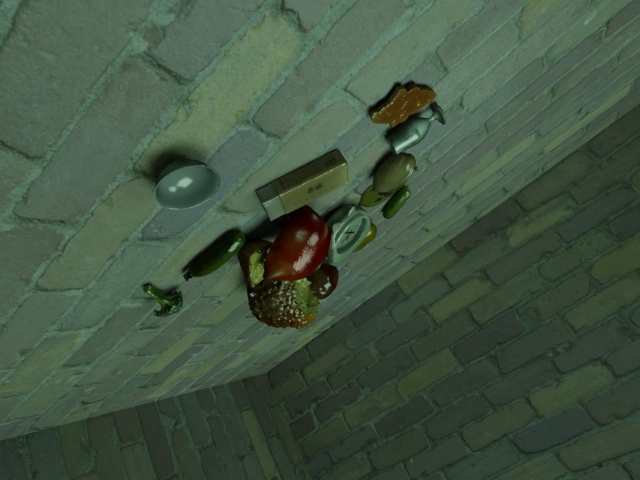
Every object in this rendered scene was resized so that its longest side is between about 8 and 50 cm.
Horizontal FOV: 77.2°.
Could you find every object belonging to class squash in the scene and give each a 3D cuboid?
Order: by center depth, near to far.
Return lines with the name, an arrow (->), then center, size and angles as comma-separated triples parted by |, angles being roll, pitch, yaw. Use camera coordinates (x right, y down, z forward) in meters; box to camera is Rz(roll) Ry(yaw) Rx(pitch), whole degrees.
squash -> -0.426, 0.071, 1.597 | 0.331, 0.087, 0.087 | -35, 156, 14
squash -> 0.389, -0.193, 2.045 | 0.069, 0.069, 0.239 | -14, 154, -33

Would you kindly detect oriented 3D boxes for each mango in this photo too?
mango -> 0.214, -0.013, 2.175 | 0.137, 0.091, 0.237 | 2, 141, -42

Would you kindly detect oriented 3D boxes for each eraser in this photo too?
eraser -> -0.061, -0.202, 1.485 | 0.343, 0.078, 0.144 | -28, 155, -5

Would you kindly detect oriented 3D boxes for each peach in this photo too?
peach -> -0.081, 0.040, 1.644 | 0.362, 0.201, 0.258 | -59, 170, -11

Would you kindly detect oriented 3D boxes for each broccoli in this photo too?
broccoli -> -0.654, 0.239, 1.654 | 0.122, 0.118, 0.204 | -14, 146, 14

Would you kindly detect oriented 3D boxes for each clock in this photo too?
clock -> 0.115, -0.048, 1.894 | 0.265, 0.108, 0.324 | -43, 155, -13

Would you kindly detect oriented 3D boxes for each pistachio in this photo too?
pistachio -> 0.309, -0.283, 1.684 | 0.135, 0.136, 0.226 | -9, 155, -41

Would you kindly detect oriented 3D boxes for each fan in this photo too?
fan -> 0.321, -0.253, 1.916 | 0.335, 0.011, 0.229 | -31, 157, 6

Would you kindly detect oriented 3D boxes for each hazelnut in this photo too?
hazelnut -> 0.005, 0.228, 2.321 | 0.186, 0.210, 0.210 | 11, 139, -23

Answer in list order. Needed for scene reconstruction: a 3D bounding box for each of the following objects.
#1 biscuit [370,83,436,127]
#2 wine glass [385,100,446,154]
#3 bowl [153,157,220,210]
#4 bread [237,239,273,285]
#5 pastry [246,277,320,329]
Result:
biscuit -> 0.289, -0.475, 1.396 | 0.280, 0.043, 0.183 | -28, 161, -18
wine glass -> 0.359, -0.418, 1.517 | 0.222, 0.103, 0.103 | -35, 156, 7
bowl -> -0.389, -0.177, 1.138 | 0.189, 0.086, 0.189 | -26, 158, -12
bread -> -0.284, 0.071, 1.702 | 0.129, 0.134, 0.260 | -32, 155, -30
pastry -> -0.207, 0.271, 1.984 | 0.337, 0.292, 0.405 | -12, 138, 23
